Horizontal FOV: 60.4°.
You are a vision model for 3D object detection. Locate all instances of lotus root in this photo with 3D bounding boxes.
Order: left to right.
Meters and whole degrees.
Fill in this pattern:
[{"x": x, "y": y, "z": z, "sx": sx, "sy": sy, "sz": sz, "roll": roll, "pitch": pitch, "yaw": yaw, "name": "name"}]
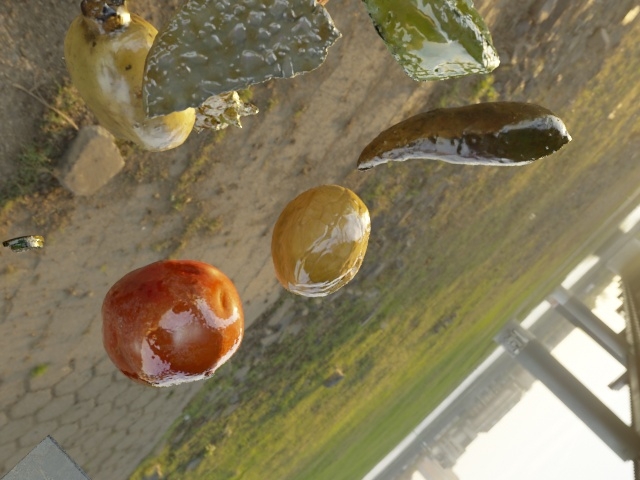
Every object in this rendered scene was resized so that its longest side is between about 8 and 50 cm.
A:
[{"x": -0.285, "y": -0.242, "z": 0.831, "sx": 0.284, "sy": 0.160, "sz": 0.146, "roll": 88, "pitch": 10, "yaw": -60, "name": "lotus root"}]

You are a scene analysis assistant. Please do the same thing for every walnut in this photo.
[{"x": 0.000, "y": 0.000, "z": 0.912, "sx": 0.159, "sy": 0.159, "sz": 0.206, "roll": 95, "pitch": 22, "yaw": -60, "name": "walnut"}]

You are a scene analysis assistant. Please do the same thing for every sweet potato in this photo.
[{"x": 0.274, "y": -0.203, "z": 1.090, "sx": 0.423, "sy": 0.130, "sz": 0.130, "roll": -4, "pitch": 162, "yaw": 12, "name": "sweet potato"}]

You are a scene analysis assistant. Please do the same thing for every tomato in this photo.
[{"x": -0.238, "y": 0.125, "z": 0.897, "sx": 0.232, "sy": 0.232, "sz": 0.188, "roll": -28, "pitch": 118, "yaw": -36, "name": "tomato"}]

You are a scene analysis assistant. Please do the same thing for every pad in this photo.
[{"x": -0.495, "y": 0.592, "z": 1.083, "sx": 0.247, "sy": 0.367, "sz": 0.007, "roll": -43, "pitch": 179, "yaw": 6, "name": "pad"}]

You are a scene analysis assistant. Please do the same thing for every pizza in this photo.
[{"x": -0.260, "y": -0.314, "z": 1.199, "sx": 0.323, "sy": 0.223, "sz": 0.089, "roll": 72, "pitch": 33, "yaw": -70, "name": "pizza"}]

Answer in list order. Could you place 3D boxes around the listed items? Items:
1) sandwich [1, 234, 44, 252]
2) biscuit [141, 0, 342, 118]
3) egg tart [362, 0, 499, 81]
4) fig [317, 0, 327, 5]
[{"x": -0.637, "y": 0.010, "z": 1.187, "sx": 0.069, "sy": 0.026, "sz": 0.101, "roll": -18, "pitch": 178, "yaw": -15, "name": "sandwich"}, {"x": -0.107, "y": -0.264, "z": 0.711, "sx": 0.290, "sy": 0.038, "sz": 0.141, "roll": -22, "pitch": 124, "yaw": -17, "name": "biscuit"}, {"x": 0.086, "y": -0.218, "z": 0.492, "sx": 0.078, "sy": 0.197, "sz": 0.197, "roll": -29, "pitch": 166, "yaw": 26, "name": "egg tart"}, {"x": -0.067, "y": -0.478, "z": 1.028, "sx": 0.175, "sy": 0.175, "sz": 0.207, "roll": -7, "pitch": 134, "yaw": -57, "name": "fig"}]
